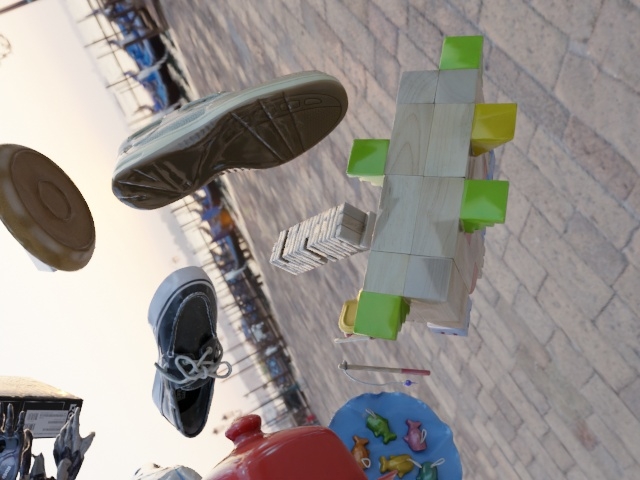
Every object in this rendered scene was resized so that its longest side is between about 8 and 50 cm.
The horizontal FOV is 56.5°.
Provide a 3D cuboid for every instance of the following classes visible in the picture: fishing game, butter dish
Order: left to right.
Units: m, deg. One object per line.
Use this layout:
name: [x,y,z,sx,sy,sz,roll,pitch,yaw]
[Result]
butter dish: [-0.045,0.207,0.510,0.160,0.160,0.118,-46,63,36]
fishing game: [0.093,0.268,0.755,0.041,0.189,0.264,105,168,-47]

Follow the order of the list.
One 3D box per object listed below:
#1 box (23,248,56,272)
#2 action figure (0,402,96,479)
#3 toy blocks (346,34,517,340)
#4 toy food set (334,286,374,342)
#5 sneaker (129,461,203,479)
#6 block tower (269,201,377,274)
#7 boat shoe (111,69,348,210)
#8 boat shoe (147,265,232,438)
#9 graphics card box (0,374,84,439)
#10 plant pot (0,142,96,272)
box: [-0.710,0.015,1.611,0.170,0.130,0.091,-1,120,53]
action figure: [-0.347,0.257,0.689,0.276,0.163,0.141,99,171,-54]
toy blocks: [0.161,-0.029,0.797,0.261,0.190,0.382,46,-127,-61]
toy food set: [0.121,0.218,1.626,0.071,0.128,0.218,54,-146,-26]
sneaker: [-0.199,0.310,0.689,0.085,0.086,0.237,56,143,5]
block tower: [0.000,0.000,1.466,0.097,0.091,0.335,26,154,-28]
boat shoe: [-0.116,-0.138,0.719,0.109,0.302,0.098,55,-164,-50]
boat shoe: [-0.200,0.183,0.912,0.105,0.113,0.307,41,127,37]
graphics card box: [-0.714,0.336,1.218,0.232,0.094,0.370,6,171,34]
plant pot: [-0.439,-0.060,0.962,0.236,0.032,0.236,59,-172,-14]
